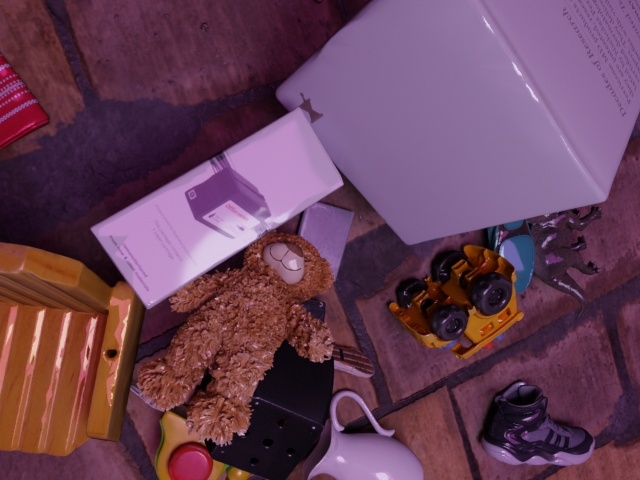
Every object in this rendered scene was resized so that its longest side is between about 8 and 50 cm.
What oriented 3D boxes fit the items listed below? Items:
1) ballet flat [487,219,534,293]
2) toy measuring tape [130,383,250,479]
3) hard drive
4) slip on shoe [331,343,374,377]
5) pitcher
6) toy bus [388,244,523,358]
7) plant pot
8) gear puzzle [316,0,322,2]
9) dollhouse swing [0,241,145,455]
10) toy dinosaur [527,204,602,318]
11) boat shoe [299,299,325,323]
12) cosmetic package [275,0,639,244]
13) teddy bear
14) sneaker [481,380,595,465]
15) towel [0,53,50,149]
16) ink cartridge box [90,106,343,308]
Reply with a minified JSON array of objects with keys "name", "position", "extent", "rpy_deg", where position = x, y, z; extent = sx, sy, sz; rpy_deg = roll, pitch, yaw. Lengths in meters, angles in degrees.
[{"name":"ballet flat","position":[0.369,-0.018,0.938],"extent":[0.083,0.087,0.247],"rpy_deg":[-12,102,-2]},{"name":"toy measuring tape","position":[-0.267,0.326,0.778],"extent":[0.330,0.121,0.121],"rpy_deg":[33,86,-8]},{"name":"hard drive","position":[0.000,0.000,0.861],"extent":[0.094,0.022,0.135],"rpy_deg":[15,91,-18]},{"name":"slip on shoe","position":[0.040,0.231,0.892],"extent":[0.136,0.051,0.041],"rpy_deg":[22,129,-26]},{"name":"pitcher","position":[0.092,0.397,0.893],"extent":[0.207,0.125,0.177],"rpy_deg":[24,73,-7]},{"name":"toy bus","position":[0.273,0.150,0.912],"extent":[0.220,0.149,0.211],"rpy_deg":[-34,121,-9]},{"name":"plant pot","position":[-0.089,0.267,0.765],"extent":[0.188,0.167,0.187],"rpy_deg":[30,103,-17]},{"name":"gear puzzle","position":[-0.062,-0.578,0.764],"extent":[0.339,0.044,0.175],"rpy_deg":[42,84,-17]},{"name":"dollhouse swing","position":[-0.430,0.145,0.567],"extent":[0.347,0.305,0.314],"rpy_deg":[10,87,-10]},{"name":"toy dinosaur","position":[0.486,0.005,0.980],"extent":[0.161,0.121,0.313],"rpy_deg":[-7,103,-4]},{"name":"boat shoe","position":[-0.093,0.099,0.821],"extent":[0.229,0.080,0.076],"rpy_deg":[20,66,-11]},{"name":"cosmetic package","position":[0.220,-0.260,0.681],"extent":[0.327,0.330,0.393],"rpy_deg":[47,60,-17]},{"name":"teddy bear","position":[-0.108,0.114,0.680],"extent":[0.338,0.245,0.113],"rpy_deg":[-38,146,-21]},{"name":"sneaker","position":[0.480,0.389,1.010],"extent":[0.269,0.101,0.152],"rpy_deg":[4,98,-15]},{"name":"towel","position":[-0.554,-0.232,0.661],"extent":[0.199,0.031,0.274],"rpy_deg":[-36,105,-11]},{"name":"ink cartridge box","position":[-0.150,-0.055,0.703],"extent":[0.308,0.223,0.128],"rpy_deg":[-33,103,-11]}]
